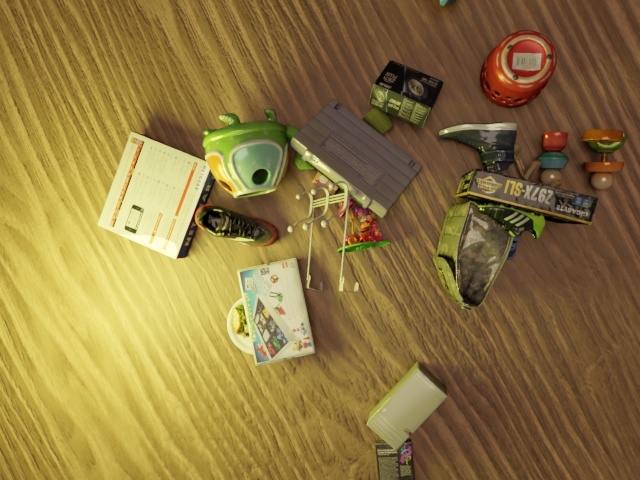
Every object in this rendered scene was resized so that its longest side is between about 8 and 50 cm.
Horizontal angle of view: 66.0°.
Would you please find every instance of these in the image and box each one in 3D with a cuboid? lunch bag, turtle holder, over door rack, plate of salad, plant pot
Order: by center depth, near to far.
[{"bbox_3d":[0.570,-0.498,1.417,0.190,0.174,0.191,0,89,8],"label":"plant pot"},{"bbox_3d":[0.424,0.045,1.418,0.168,0.235,0.287,15,93,2],"label":"lunch bag"},{"bbox_3d":[0.000,0.000,1.475,0.108,0.239,0.325,-5,90,-28],"label":"over door rack"},{"bbox_3d":[-0.196,-0.258,1.524,0.243,0.320,0.228,-12,89,40],"label":"turtle holder"},{"bbox_3d":[0.183,-0.373,1.529,0.083,0.083,0.079,-37,98,7],"label":"plant pot"},{"bbox_3d":[-0.212,0.277,1.612,0.199,0.048,0.200,0,91,8],"label":"plate of salad"}]

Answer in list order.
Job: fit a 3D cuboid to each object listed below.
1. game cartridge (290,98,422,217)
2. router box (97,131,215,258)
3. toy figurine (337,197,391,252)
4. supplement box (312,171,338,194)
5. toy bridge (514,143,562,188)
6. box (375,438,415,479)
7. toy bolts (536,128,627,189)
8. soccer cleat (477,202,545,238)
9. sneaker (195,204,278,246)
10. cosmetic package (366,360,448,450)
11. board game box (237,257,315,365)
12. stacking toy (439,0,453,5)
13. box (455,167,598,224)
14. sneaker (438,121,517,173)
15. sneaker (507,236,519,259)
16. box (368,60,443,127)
[{"bbox_3d":[0.107,-0.250,1.487,0.355,0.068,0.230,39,66,4],"label":"game cartridge"},{"bbox_3d":[-0.535,-0.147,1.632,0.300,0.082,0.336,23,95,7],"label":"router box"},{"bbox_3d":[0.123,-0.056,1.534,0.173,0.130,0.160,-8,80,-13],"label":"toy figurine"},{"bbox_3d":[0.024,-0.187,1.568,0.083,0.043,0.055,30,94,6],"label":"supplement box"},{"bbox_3d":[0.623,-0.206,1.452,0.026,0.063,0.188,-15,52,-26],"label":"toy bridge"},{"bbox_3d":[0.238,0.717,1.565,0.115,0.029,0.162,-5,92,8],"label":"box"},{"bbox_3d":[0.734,-0.225,1.397,0.228,0.218,0.159,6,99,26],"label":"toy bolts"},{"bbox_3d":[0.488,-0.050,1.265,0.178,0.060,0.073,14,93,-1],"label":"soccer cleat"},{"bbox_3d":[-0.267,-0.042,1.557,0.275,0.135,0.098,18,91,-6],"label":"sneaker"},{"bbox_3d":[0.268,0.507,1.520,0.127,0.107,0.238,40,100,8],"label":"cosmetic package"},{"bbox_3d":[-0.140,0.224,1.566,0.192,0.053,0.306,-11,85,-5],"label":"board game box"},{"bbox_3d":[0.301,-0.837,1.473,0.301,0.165,0.175,29,140,23],"label":"stacking toy"},{"bbox_3d":[0.561,-0.121,1.384,0.321,0.257,0.080,16,94,7],"label":"box"},{"bbox_3d":[0.469,-0.268,1.480,0.226,0.086,0.164,2,97,15],"label":"sneaker"},{"bbox_3d":[0.570,-0.010,1.481,0.053,0.059,0.144,3,103,7],"label":"sneaker"},{"bbox_3d":[0.256,-0.441,1.474,0.180,0.078,0.147,26,54,7],"label":"box"}]
